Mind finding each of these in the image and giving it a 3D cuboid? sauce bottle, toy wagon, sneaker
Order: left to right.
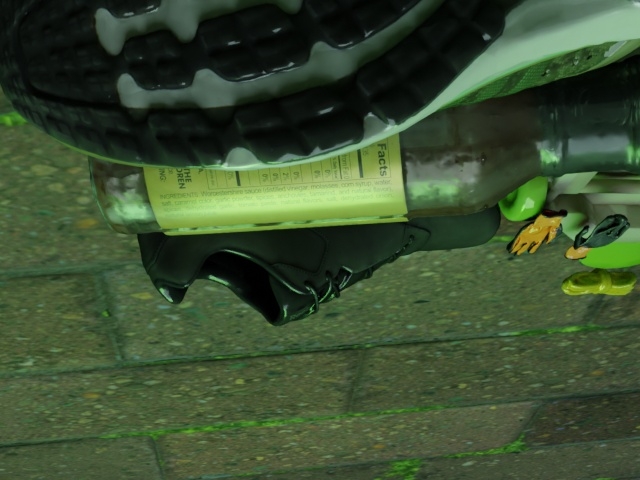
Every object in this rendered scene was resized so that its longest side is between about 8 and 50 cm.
[{"bbox_3d":[0.000,0.000,0.859,0.286,0.130,0.109,1,152,-17],"label":"sneaker"},{"bbox_3d":[0.038,-0.064,0.717,0.344,0.111,0.111,-3,155,7],"label":"sauce bottle"},{"bbox_3d":[0.049,-0.114,0.592,0.410,0.158,0.182,-13,172,-5],"label":"sneaker"},{"bbox_3d":[0.268,-0.054,0.881,0.267,0.068,0.344,1,155,-14],"label":"toy wagon"}]

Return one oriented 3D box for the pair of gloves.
[{"bbox_3d":[0.183,-0.002,0.877,0.083,0.010,0.074,1,154,-18],"label":"pair of gloves"}]
